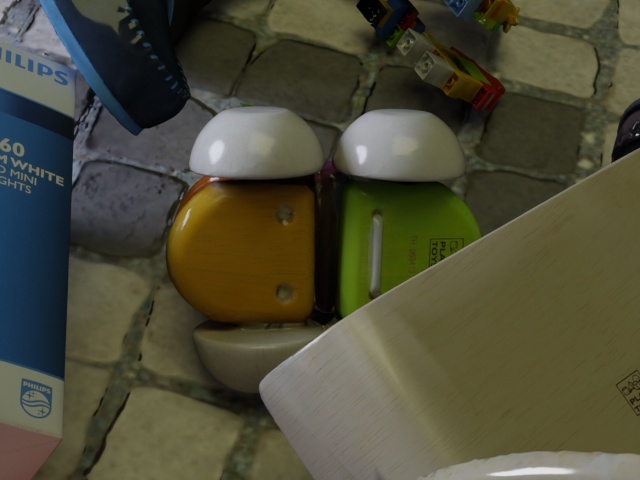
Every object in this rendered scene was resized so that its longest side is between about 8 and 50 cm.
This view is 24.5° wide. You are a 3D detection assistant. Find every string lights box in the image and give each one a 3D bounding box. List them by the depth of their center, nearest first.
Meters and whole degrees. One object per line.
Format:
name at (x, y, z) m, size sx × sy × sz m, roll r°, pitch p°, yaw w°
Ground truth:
string lights box at (-0.194, 0.024, 0.784) m, size 0.077 × 0.133 × 0.260 m, roll 20°, pitch 42°, yaw -26°

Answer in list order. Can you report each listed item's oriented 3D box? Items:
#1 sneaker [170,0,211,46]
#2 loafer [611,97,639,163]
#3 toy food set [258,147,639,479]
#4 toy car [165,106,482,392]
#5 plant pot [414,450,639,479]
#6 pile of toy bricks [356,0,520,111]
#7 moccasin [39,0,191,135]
sneaker at (-0.063, -0.253, 1.080) m, size 0.146 × 0.122 × 0.330 m, roll 8°, pitch 47°, yaw 1°
loafer at (0.317, 0.003, 0.921) m, size 0.302 × 0.109 × 0.095 m, roll 27°, pitch 53°, yaw 11°
toy food set at (0.144, 0.096, 0.794) m, size 0.306 × 0.092 × 0.220 m, roll -28°, pitch 79°, yaw -35°
toy car at (0.000, 0.000, 0.862) m, size 0.182 × 0.159 × 0.136 m, roll 0°, pitch 10°, yaw -7°
plant pot at (0.111, 0.286, 0.467) m, size 0.334 × 0.334 × 0.305 m, roll 21°, pitch 57°, yaw 11°
pile of toy bricks at (0.098, -0.186, 1.071) m, size 0.105 × 0.118 × 0.212 m, roll 20°, pitch 27°, yaw -37°
moccasin at (-0.140, -0.231, 0.903) m, size 0.117 × 0.138 × 0.342 m, roll -24°, pitch 72°, yaw 2°
